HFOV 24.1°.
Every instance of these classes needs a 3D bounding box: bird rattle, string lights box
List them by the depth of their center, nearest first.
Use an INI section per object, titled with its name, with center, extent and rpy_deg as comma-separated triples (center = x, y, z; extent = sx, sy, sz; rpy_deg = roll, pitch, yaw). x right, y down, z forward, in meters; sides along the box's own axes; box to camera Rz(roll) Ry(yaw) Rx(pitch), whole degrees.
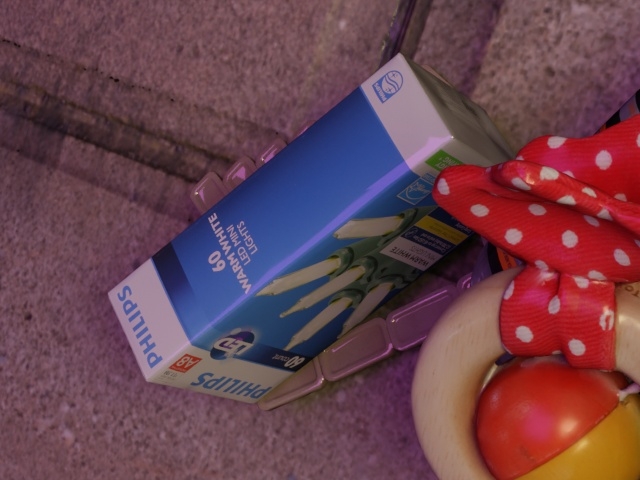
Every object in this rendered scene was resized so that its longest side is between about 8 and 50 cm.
[bird rattle]
center = 0.126, 0.074, 0.685
extent = 0.253, 0.143, 0.207
rpy_deg = 43, 128, -10
[string lights box]
center = 0.000, 0.000, 0.998
extent = 0.259, 0.133, 0.077
rpy_deg = -39, 61, 18

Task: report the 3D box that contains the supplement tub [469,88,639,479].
[supplement tub]
center = 0.217, 0.009, 0.817
extent = 0.316, 0.193, 0.194
rpy_deg = -46, 56, 23

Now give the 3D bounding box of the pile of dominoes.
[pile of dominoes]
center = 0.029, -0.001, 1.086
extent = 0.251, 0.040, 0.196
rpy_deg = -26, 65, 23
